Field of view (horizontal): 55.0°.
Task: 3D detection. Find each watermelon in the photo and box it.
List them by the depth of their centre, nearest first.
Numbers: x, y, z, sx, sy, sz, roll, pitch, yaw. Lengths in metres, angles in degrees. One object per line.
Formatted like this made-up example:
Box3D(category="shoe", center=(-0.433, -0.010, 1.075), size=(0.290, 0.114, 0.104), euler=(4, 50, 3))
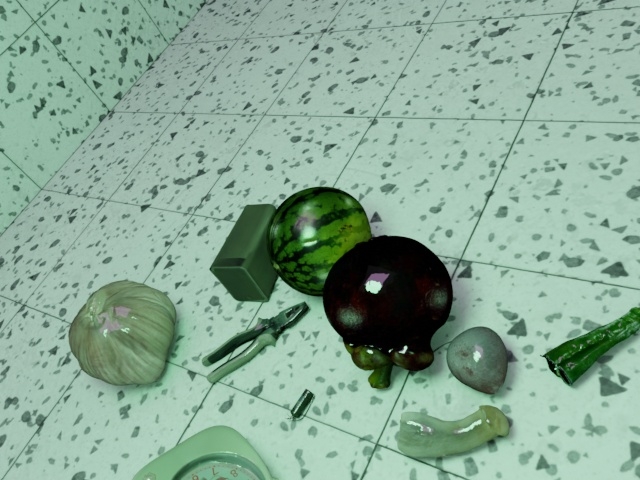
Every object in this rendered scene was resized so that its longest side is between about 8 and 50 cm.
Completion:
Box3D(category="watermelon", center=(0.000, 0.000, 1.571), size=(0.285, 0.285, 0.285), euler=(-16, 45, 17))

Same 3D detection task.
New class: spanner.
Box3D(category="spanner", center=(-0.170, 0.258, 1.620), size=(0.324, 0.040, 0.096), euler=(-33, 43, 2))

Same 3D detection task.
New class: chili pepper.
Box3D(category="chili pepper", center=(0.559, 0.197, 1.231), size=(0.226, 0.059, 0.088), euler=(-34, 38, -4))

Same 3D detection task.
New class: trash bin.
Box3D(category="trash bin", center=(-0.186, 0.034, 1.749), size=(0.122, 0.164, 0.241), euler=(-1, 48, 29))

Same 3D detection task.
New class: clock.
Box3D(category="clock", center=(-0.216, 0.553, 1.265), size=(0.265, 0.109, 0.324), euler=(-23, 42, -36))

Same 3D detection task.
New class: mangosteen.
Box3D(category="mangosteen", center=(0.156, 0.139, 1.358), size=(0.296, 0.297, 0.314), euler=(-27, 51, 7))

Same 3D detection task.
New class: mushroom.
Box3D(category="mushroom", center=(0.262, 0.382, 1.224), size=(0.223, 0.081, 0.092), euler=(-11, 67, 18))

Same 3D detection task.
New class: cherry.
Box3D(category="cherry", center=(0.308, 0.268, 1.291), size=(0.188, 0.115, 0.148), euler=(-37, 68, 16))

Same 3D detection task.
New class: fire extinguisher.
Box3D(category="fire extinguisher", center=(-0.046, 0.390, 1.438), size=(0.038, 0.025, 0.083), euler=(30, 69, 20))

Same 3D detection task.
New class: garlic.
Box3D(category="garlic", center=(-0.542, 0.247, 1.693), size=(0.317, 0.259, 0.318), euler=(-20, 43, 20))
